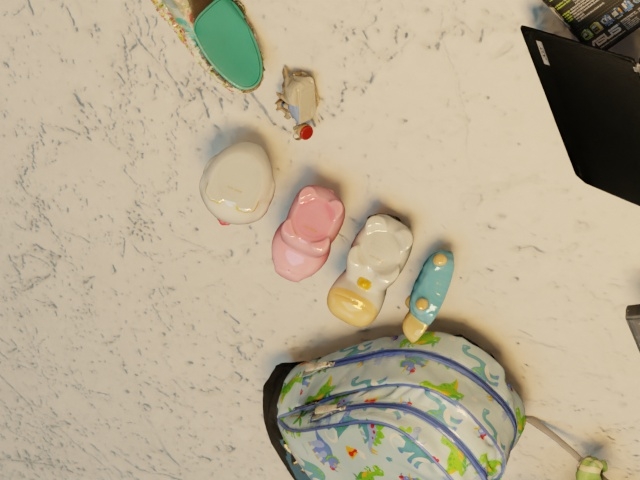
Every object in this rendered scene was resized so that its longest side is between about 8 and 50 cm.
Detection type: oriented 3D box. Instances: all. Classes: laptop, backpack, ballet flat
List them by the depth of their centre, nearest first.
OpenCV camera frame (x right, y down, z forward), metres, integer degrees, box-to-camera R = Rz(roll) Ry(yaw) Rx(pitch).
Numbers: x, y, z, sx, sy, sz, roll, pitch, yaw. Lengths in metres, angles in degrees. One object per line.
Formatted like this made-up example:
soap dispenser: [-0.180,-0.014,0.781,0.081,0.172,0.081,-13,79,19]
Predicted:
laptop: [0.378,-0.147,1.213,0.264,0.136,0.234,-20,131,14]
ballet flat: [-0.153,-0.280,1.408,0.241,0.091,0.077,55,161,-14]
backpack: [0.110,0.265,1.595,0.355,0.273,0.290,-27,105,29]

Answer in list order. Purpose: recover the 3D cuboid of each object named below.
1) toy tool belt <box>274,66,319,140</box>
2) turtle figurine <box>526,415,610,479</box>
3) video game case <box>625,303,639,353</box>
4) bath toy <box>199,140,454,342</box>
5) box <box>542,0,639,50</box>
toy tool belt: [-0.031,-0.171,1.444,0.051,0.052,0.083,38,141,43]
turtle figurine: [0.390,0.371,1.606,0.266,0.274,0.197,8,108,-2]
video game case: [0.493,0.165,1.370,0.196,0.026,0.274,-9,130,29]
bath toy: [0.000,0.000,1.513,0.348,0.129,0.151,30,90,1]
box: [0.289,-0.303,1.158,0.184,0.045,0.191,46,133,-9]
